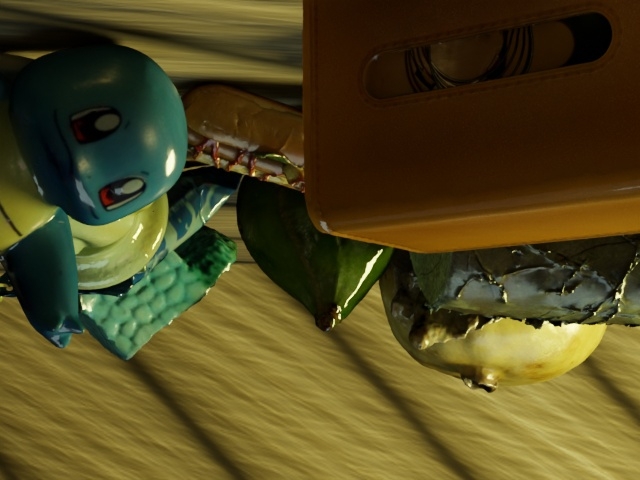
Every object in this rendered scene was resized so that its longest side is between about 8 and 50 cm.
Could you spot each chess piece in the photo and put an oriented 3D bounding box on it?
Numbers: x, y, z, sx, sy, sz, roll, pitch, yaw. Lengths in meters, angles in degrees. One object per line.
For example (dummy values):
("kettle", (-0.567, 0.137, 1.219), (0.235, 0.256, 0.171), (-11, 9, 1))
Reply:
("chess piece", (-0.247, -0.044, 1.514), (0.176, 0.175, 0.298), (-2, 174, 0))

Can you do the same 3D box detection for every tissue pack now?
("tissue pack", (0.136, -0.104, 0.944), (0.275, 0.194, 0.145), (-7, 169, 36))

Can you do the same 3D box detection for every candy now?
("candy", (-0.232, -0.014, 1.795), (0.187, 0.077, 0.331), (-1, -156, 26))

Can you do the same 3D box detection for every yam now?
("yam", (0.275, -0.026, 1.636), (0.348, 0.241, 0.241), (1, 174, -5))

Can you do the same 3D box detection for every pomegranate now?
("pomegranate", (0.244, 0.060, 2.085), (0.333, 0.332, 0.332), (-2, 175, 0))

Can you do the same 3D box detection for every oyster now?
("oyster", (0.161, 0.004, 1.823), (0.221, 0.096, 0.361), (-4, -148, 44))

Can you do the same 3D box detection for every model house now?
("model house", (-0.282, -0.009, 2.038), (0.226, 0.241, 0.261), (-45, -162, -11))

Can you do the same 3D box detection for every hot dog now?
("hot dog", (-0.025, -0.081, 1.435), (0.250, 0.076, 0.104), (19, 160, -21))

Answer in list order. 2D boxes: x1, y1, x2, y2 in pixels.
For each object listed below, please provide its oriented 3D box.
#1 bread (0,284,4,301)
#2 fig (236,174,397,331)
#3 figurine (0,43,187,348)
("bread", (-0.498, 0.009, 1.634), (0.245, 0.233, 0.361), (-2, 175, 0))
("fig", (0.000, 0.000, 1.735), (0.195, 0.244, 0.195), (-1, 158, 0))
("figurine", (-0.316, -0.046, 1.248), (0.416, 0.298, 0.243), (-2, -151, 27))
